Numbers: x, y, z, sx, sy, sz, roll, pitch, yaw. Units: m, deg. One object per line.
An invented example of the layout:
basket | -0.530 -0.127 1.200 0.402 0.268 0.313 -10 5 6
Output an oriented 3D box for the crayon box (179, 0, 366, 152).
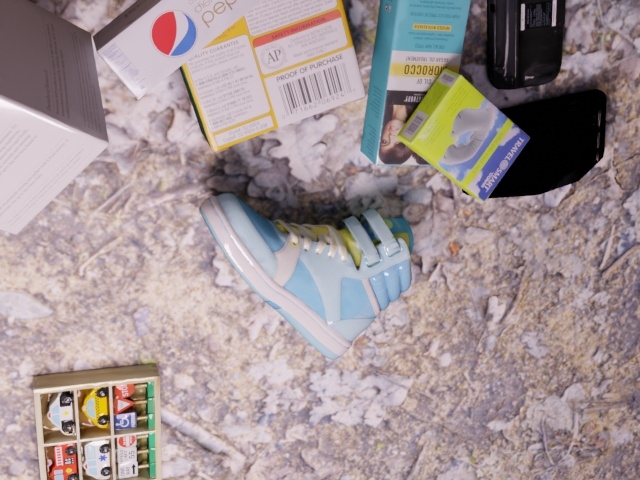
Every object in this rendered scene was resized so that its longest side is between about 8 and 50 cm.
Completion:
crayon box | -0.087 -0.289 1.072 0.203 0.083 0.323 -21 120 -8

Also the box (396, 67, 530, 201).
box | 0.193 -0.129 1.202 0.178 0.042 0.109 32 96 -36

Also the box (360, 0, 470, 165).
box | 0.121 -0.219 1.189 0.101 0.060 0.244 -2 114 -18

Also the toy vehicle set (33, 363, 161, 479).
toy vehicle set | -0.308 0.302 1.299 0.166 0.035 0.266 -5 115 -17

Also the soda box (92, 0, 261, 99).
soda box | -0.136 -0.250 0.983 0.216 0.074 0.069 -38 120 2

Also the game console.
game console | 0.291 -0.229 1.256 0.213 0.044 0.361 -13 118 -15

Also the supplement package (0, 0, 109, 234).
supplement package | -0.386 -0.158 0.907 0.177 0.175 0.293 -37 142 27

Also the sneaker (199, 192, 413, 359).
sneaker | 0.000 0.000 1.217 0.208 0.127 0.319 -40 130 4
